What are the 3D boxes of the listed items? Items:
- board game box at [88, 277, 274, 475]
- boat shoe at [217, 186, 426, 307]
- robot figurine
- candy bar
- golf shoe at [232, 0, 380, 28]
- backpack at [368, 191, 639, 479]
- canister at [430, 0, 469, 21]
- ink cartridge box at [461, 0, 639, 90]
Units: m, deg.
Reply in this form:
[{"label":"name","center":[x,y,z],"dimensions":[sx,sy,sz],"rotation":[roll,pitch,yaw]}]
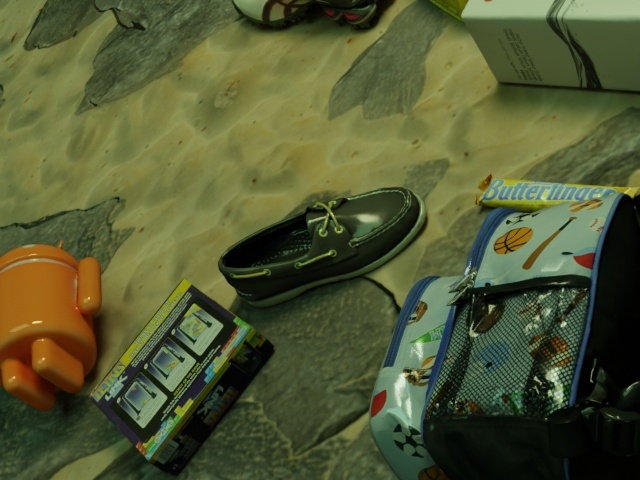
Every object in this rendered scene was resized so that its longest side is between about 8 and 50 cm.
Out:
[{"label":"board game box","center":[-0.151,0.142,1.000],"dimensions":[0.170,0.048,0.141],"rotation":[-52,43,-8]},{"label":"boat shoe","center":[0.000,0.000,0.983],"dimensions":[0.228,0.068,0.081],"rotation":[-26,47,17]},{"label":"robot figurine","center":[-0.336,0.094,1.109],"dimensions":[0.219,0.128,0.158],"rotation":[-111,36,-44]},{"label":"candy bar","center":[0.221,-0.041,0.895],"dimensions":[0.162,0.018,0.040],"rotation":[9,64,39]},{"label":"golf shoe","center":[-0.031,-0.356,1.240],"dimensions":[0.273,0.120,0.105],"rotation":[11,67,42]},{"label":"backpack","center":[0.174,0.104,0.667],"dimensions":[0.213,0.276,0.263],"rotation":[2,47,35]},{"label":"canister","center":[0.197,-0.353,1.108],"dimensions":[0.170,0.073,0.126],"rotation":[-41,44,0]},{"label":"ink cartridge box","center":[0.307,-0.258,0.928],"dimensions":[0.273,0.114,0.197],"rotation":[11,66,41]}]
